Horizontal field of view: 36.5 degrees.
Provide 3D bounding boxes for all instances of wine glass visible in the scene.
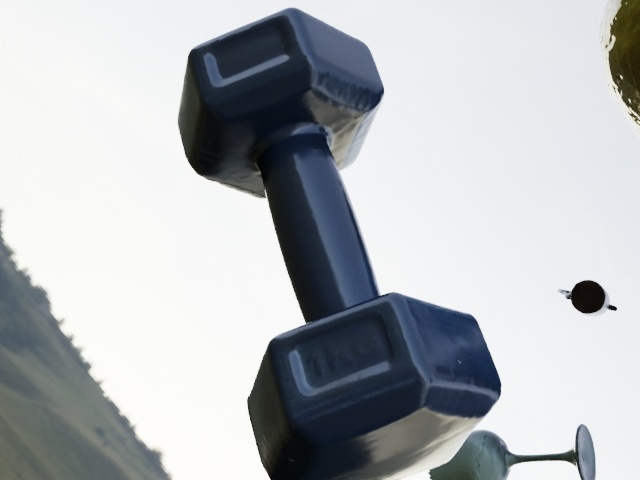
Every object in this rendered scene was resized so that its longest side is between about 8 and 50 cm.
[{"bbox_3d":[0.231,0.269,1.192,0.195,0.079,0.079,-10,-58,29],"label":"wine glass"}]

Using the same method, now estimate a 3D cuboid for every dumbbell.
[{"bbox_3d":[0.000,0.000,0.662,0.160,0.144,0.324,114,-36,-51],"label":"dumbbell"}]

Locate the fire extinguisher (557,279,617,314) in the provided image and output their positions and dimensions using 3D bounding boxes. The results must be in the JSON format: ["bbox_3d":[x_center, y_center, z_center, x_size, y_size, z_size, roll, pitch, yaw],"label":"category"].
[{"bbox_3d":[0.346,0.074,1.264,0.078,0.045,0.157,20,2,20],"label":"fire extinguisher"}]

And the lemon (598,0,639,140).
[{"bbox_3d":[0.435,-0.212,1.050,0.285,0.285,0.316,59,-11,-20],"label":"lemon"}]
